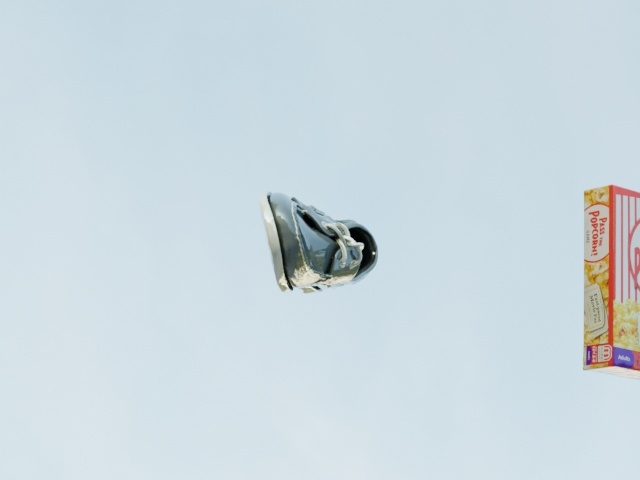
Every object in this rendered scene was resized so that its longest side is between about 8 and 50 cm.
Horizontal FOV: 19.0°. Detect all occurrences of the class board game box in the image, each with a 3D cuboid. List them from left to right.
[{"bbox_3d":[0.341,0.050,2.019,0.147,0.193,0.045,12,-17,-39],"label":"board game box"}]

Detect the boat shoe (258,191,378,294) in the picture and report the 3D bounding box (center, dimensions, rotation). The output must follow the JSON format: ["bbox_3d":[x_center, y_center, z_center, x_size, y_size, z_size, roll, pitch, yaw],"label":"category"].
[{"bbox_3d":[0.000,0.000,2.158,0.099,0.116,0.319,-12,-9,8],"label":"boat shoe"}]
